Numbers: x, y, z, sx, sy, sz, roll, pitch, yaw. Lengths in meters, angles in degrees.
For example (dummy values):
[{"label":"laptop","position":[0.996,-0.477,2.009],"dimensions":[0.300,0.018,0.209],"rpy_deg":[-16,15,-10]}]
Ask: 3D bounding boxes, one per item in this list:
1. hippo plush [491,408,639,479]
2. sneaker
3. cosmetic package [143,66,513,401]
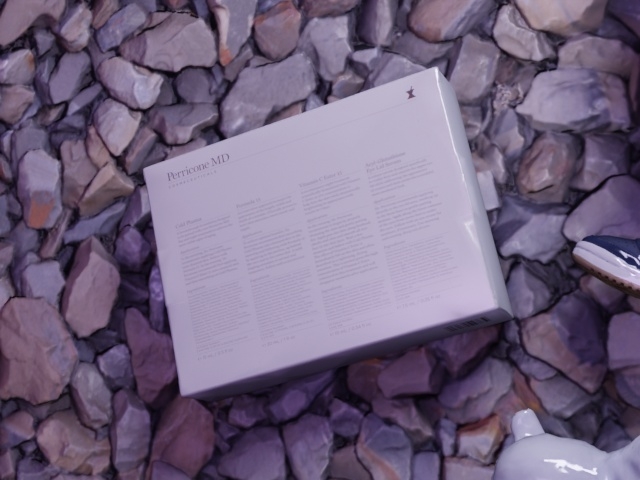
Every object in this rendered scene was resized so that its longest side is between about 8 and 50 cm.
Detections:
[{"label":"hippo plush","position":[0.274,0.271,1.073],"dimensions":[0.236,0.294,0.234],"rpy_deg":[-8,51,28]},{"label":"sneaker","position":[0.407,0.009,1.162],"dimensions":[0.282,0.099,0.153],"rpy_deg":[21,91,17]},{"label":"cosmetic package","position":[0.000,0.000,1.327],"dimensions":[0.377,0.097,0.284],"rpy_deg":[-17,74,17]}]
